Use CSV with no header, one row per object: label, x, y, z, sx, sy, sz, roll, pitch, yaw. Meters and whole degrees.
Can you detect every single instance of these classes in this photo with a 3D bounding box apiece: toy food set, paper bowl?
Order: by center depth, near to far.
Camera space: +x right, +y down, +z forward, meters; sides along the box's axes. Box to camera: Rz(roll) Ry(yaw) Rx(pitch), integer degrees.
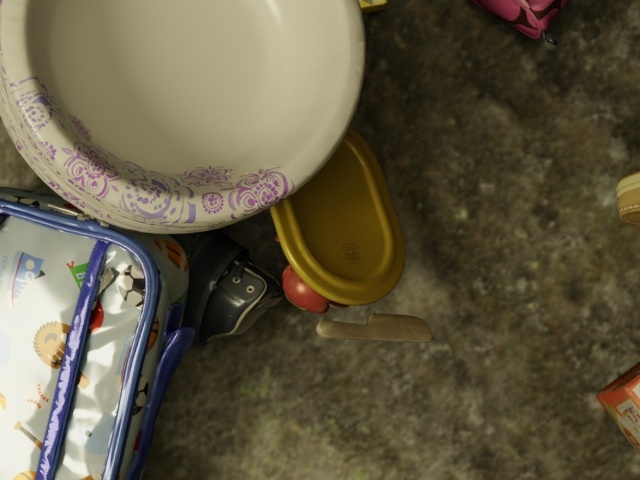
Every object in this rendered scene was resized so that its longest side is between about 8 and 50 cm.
paper bowl,-0.118,-0.146,1.419,0.284,0.148,0.284,2,84,-16
toy food set,0.000,0.000,1.533,0.128,0.071,0.218,-4,69,-37

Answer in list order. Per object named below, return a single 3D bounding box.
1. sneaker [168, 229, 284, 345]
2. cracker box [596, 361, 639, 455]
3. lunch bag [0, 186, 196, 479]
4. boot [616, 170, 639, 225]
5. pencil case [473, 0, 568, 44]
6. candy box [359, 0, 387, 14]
sneaker,-0.090,-0.022,1.528,0.163,0.086,0.226,23,93,14
cracker box,0.330,0.197,1.473,0.067,0.156,0.232,-36,85,-5
lunch bag,-0.235,0.105,1.470,0.243,0.115,0.303,17,98,16
boot,0.357,0.044,1.484,0.262,0.095,0.203,5,84,29
pencil case,0.221,-0.273,1.562,0.095,0.098,0.209,36,83,4
candy box,-0.052,-0.231,1.591,0.206,0.027,0.105,-13,78,-1
